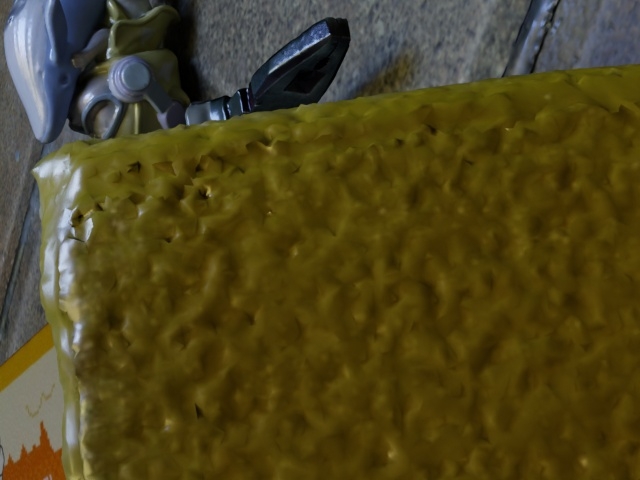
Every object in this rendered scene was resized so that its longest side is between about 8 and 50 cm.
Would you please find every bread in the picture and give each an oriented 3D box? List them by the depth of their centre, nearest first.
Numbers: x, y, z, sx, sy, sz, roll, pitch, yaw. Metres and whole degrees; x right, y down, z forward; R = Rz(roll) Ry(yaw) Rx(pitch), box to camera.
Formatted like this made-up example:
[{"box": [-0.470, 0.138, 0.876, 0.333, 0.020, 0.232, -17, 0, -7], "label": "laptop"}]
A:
[{"box": [0.078, 0.103, 0.479, 0.143, 0.333, 0.323, 94, 168, -66], "label": "bread"}]

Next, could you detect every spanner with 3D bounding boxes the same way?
[{"box": [-0.068, -0.061, 0.955, 0.325, 0.096, 0.040, -42, 52, 48], "label": "spanner"}]

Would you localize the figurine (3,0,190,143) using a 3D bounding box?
[{"box": [-0.174, -0.162, 1.112, 0.208, 0.184, 0.128, -55, 15, -23], "label": "figurine"}]

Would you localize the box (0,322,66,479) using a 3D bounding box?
[{"box": [-0.035, 0.155, 0.720, 0.283, 0.260, 0.213, -37, 58, 51], "label": "box"}]
